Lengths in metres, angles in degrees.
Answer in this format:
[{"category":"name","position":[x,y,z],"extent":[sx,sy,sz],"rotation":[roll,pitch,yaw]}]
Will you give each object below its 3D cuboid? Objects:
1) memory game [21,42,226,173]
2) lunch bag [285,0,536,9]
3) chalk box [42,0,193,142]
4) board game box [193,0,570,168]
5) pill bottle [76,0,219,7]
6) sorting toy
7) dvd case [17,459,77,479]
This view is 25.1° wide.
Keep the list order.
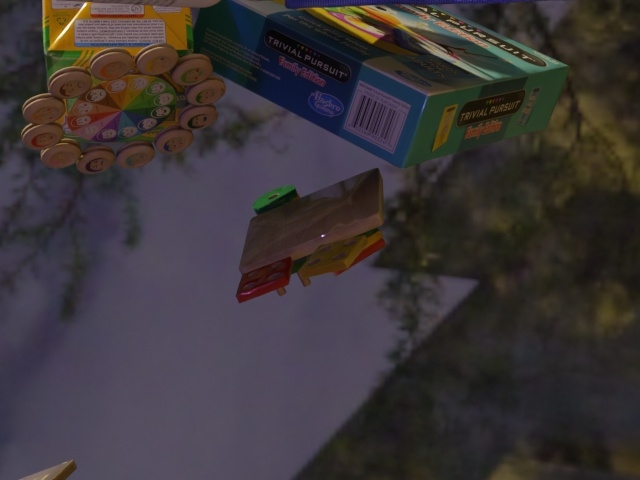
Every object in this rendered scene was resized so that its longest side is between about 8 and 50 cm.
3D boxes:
[{"category":"memory game","position":[-0.172,-0.111,1.256],"extent":[0.186,0.186,0.012],"rotation":[48,-160,-63]},{"category":"lunch bag","position":[0.170,-0.368,1.222],"extent":[0.239,0.385,0.327],"rotation":[-40,-52,-63]},{"category":"chalk box","position":[-0.191,-0.173,1.353],"extent":[0.213,0.132,0.132],"rotation":[103,163,-64]},{"category":"board game box","position":[0.068,-0.180,1.443],"extent":[0.336,0.254,0.079],"rotation":[-19,-46,-57]},{"category":"pill bottle","position":[-0.169,-0.214,0.884],"extent":[0.229,0.131,0.131],"rotation":[-1,-80,-25]},{"category":"sorting toy","position":[0.000,0.000,1.282],"extent":[0.274,0.132,0.046],"rotation":[-85,-29,-70]},{"category":"dvd case","position":[-0.402,0.328,1.730],"extent":[0.221,0.164,0.018],"rotation":[-47,-65,-78]}]
